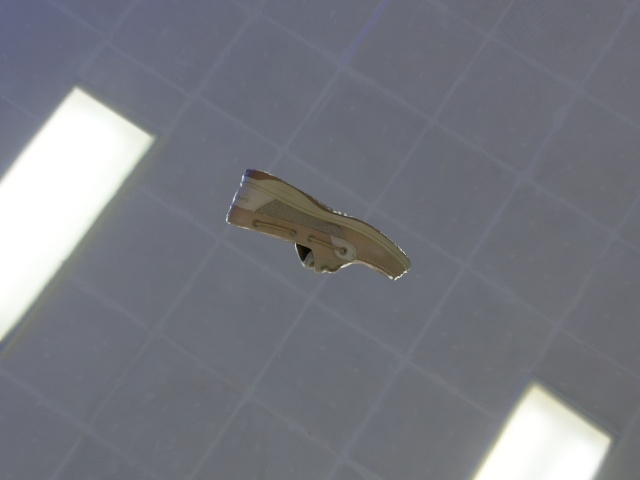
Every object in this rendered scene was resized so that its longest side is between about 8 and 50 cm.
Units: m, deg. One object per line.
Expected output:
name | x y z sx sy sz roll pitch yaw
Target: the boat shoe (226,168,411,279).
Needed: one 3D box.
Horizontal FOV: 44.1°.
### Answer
boat shoe | 0.000 0.000 1.187 0.302 0.109 0.098 28 -98 -25
